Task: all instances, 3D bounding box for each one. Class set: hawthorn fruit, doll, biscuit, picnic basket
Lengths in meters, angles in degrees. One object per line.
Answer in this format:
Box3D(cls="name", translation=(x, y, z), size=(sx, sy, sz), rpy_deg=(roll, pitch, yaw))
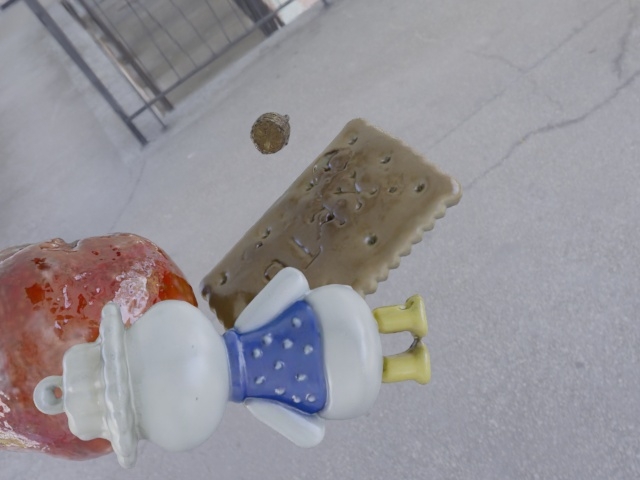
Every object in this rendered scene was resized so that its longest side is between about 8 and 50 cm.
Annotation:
Box3D(cls="hawthorn fruit", translation=(-0.294, 0.118, 0.780), size=(0.284, 0.284, 0.284), rpy_deg=(-20, 39, 18))
Box3D(cls="doll", translation=(-0.058, 0.094, 0.490), size=(0.293, 0.138, 0.119), rpy_deg=(-7, 1, -14))
Box3D(cls="biscuit", translation=(0.000, 0.000, 0.801), size=(0.325, 0.044, 0.217), rpy_deg=(-47, 48, 0))
Box3D(cls="picnic basket", translation=(-0.082, -0.186, 1.102), size=(0.072, 0.072, 0.083), rpy_deg=(-23, 23, 14))
